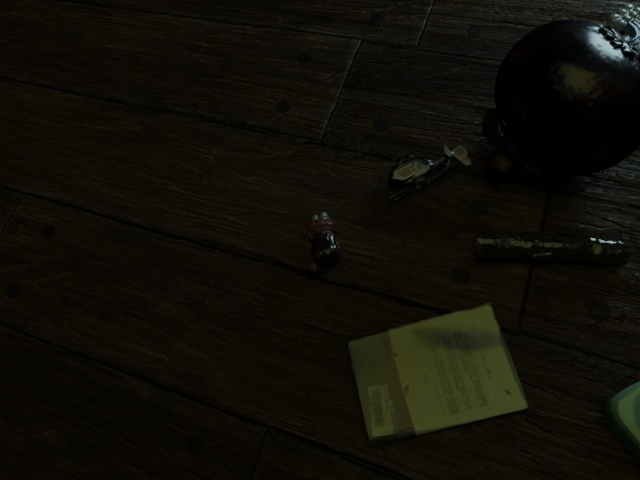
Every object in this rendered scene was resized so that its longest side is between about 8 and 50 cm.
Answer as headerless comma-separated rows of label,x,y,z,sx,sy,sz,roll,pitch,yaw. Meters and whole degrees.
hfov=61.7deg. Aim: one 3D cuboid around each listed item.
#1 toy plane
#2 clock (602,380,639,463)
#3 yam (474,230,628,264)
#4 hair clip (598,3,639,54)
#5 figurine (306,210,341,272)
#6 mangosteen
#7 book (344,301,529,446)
toy plane,0.218,-0.152,1.132,0.196,0.053,0.078,-25,72,1
clock,0.571,0.282,0.854,0.188,0.060,0.148,-29,63,-3
yam,0.428,0.015,1.007,0.273,0.061,0.061,3,66,12
hair clip,0.652,-0.429,1.173,0.220,0.054,0.140,-35,57,-9
figurine,0.000,0.000,1.102,0.072,0.054,0.129,-16,62,8
mangosteen,0.467,-0.255,1.016,0.296,0.293,0.297,4,44,-4
book,0.202,0.239,0.966,0.289,0.026,0.202,-14,64,5
